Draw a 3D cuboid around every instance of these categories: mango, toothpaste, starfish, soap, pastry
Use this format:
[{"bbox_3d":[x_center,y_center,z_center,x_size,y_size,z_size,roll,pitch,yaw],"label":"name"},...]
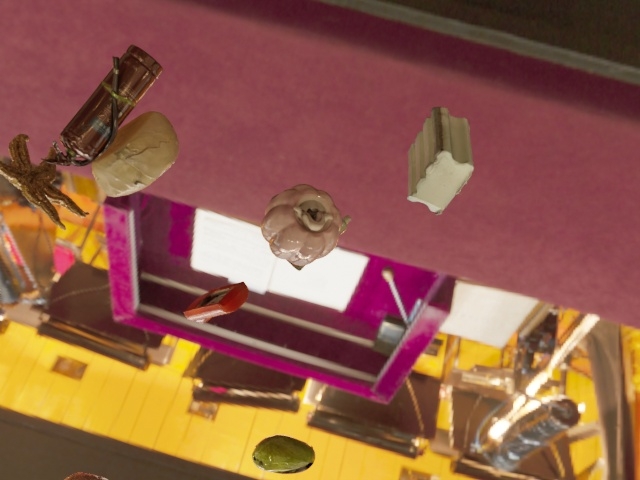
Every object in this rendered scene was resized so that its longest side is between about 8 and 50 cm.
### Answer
[{"bbox_3d":[-0.076,0.468,1.628,0.165,0.074,0.091,7,-158,-41],"label":"mango"},{"bbox_3d":[0.000,0.000,1.994,0.064,0.218,0.041,43,158,22],"label":"toothpaste"},{"bbox_3d":[-0.735,-0.151,1.928,0.060,0.299,0.302,-37,90,15],"label":"starfish"},{"bbox_3d":[0.261,-0.178,1.617,0.094,0.261,0.150,23,123,-8],"label":"soap"},{"bbox_3d":[-0.487,-0.224,1.937,0.265,0.264,0.133,-11,125,35],"label":"pastry"}]

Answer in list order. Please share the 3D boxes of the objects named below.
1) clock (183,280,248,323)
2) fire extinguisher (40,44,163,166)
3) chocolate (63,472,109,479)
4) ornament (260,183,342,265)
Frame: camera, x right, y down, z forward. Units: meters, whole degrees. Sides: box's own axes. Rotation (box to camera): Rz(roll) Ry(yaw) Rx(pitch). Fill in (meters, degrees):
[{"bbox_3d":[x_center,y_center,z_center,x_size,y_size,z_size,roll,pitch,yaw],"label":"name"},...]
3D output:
[{"bbox_3d":[-0.266,0.166,1.928,0.155,0.113,0.061,-19,106,43],"label":"clock"},{"bbox_3d":[-0.509,-0.299,1.707,0.105,0.341,0.141,30,170,30],"label":"fire extinguisher"},{"bbox_3d":[-0.329,0.437,1.050,0.134,0.134,0.309,37,180,-27],"label":"chocolate"},{"bbox_3d":[-0.038,-0.037,1.619,0.178,0.177,0.177,11,146,8],"label":"ornament"}]
